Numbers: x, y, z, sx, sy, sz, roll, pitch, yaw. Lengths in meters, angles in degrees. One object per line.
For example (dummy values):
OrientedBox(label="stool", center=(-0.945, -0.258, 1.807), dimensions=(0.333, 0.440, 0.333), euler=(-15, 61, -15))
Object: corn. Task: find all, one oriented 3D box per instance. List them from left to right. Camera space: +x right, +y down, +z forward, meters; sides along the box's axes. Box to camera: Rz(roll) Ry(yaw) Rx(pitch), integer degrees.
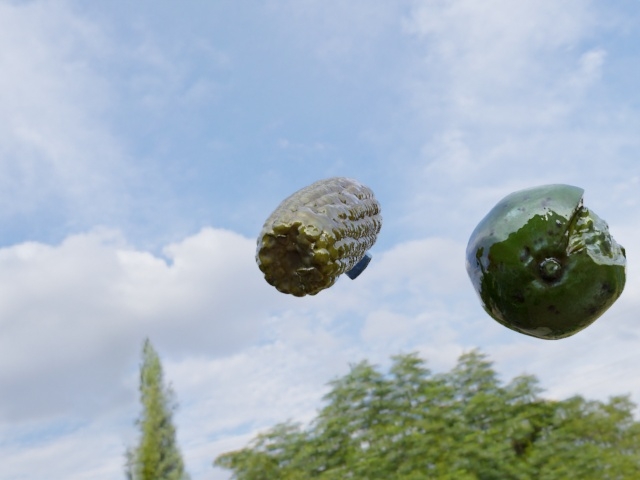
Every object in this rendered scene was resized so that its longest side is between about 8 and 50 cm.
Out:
OrientedBox(label="corn", center=(0.007, -0.013, 0.924), dimensions=(0.120, 0.121, 0.363), euler=(-22, 5, 12))

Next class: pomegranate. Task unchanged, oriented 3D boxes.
OrientedBox(label="pomegranate", center=(0.346, 0.020, 1.192), dimensions=(0.236, 0.236, 0.302), euler=(-28, 7, 23))

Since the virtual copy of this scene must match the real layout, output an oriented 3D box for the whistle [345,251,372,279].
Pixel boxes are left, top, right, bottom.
OrientedBox(label="whistle", center=(0.000, 0.000, 1.221), dimensions=(0.090, 0.158, 0.090), euler=(-45, -15, -15))
